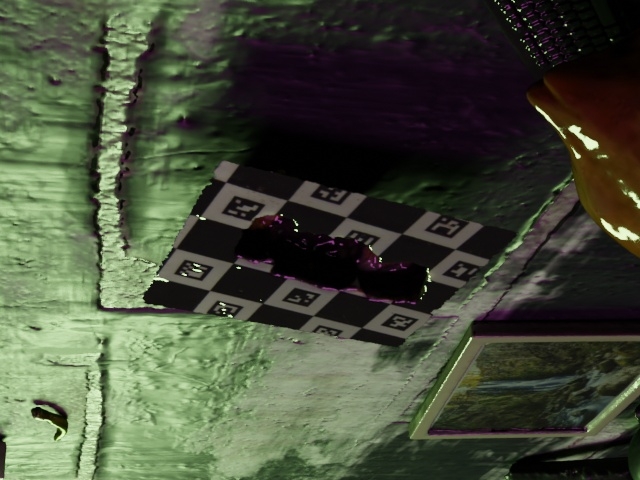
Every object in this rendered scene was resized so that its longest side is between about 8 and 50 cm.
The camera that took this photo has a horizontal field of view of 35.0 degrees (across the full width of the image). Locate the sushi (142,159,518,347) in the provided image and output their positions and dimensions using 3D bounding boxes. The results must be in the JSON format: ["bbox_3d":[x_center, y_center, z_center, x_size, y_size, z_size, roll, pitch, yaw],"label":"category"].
[{"bbox_3d":[0.000,0.000,0.734,0.215,0.051,0.192,13,145,-19],"label":"sushi"}]

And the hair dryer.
[{"bbox_3d":[0.366,0.295,1.307,0.302,0.116,0.244,-11,150,29],"label":"hair dryer"}]

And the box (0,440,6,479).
[{"bbox_3d":[-0.535,0.317,1.269,0.204,0.051,0.365,10,149,-26],"label":"box"}]

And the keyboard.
[{"bbox_3d":[0.109,-0.140,0.522,0.067,0.011,0.202,-19,149,24],"label":"keyboard"}]

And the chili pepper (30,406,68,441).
[{"bbox_3d":[-0.295,0.200,1.115,0.030,0.017,0.083,-8,149,9],"label":"chili pepper"}]

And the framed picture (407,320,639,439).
[{"bbox_3d":[0.239,0.158,1.100,0.240,0.020,0.324,1,152,-8],"label":"framed picture"}]

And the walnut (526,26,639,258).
[{"bbox_3d":[0.267,-0.047,0.529,0.336,0.209,0.209,11,150,-8],"label":"walnut"}]
